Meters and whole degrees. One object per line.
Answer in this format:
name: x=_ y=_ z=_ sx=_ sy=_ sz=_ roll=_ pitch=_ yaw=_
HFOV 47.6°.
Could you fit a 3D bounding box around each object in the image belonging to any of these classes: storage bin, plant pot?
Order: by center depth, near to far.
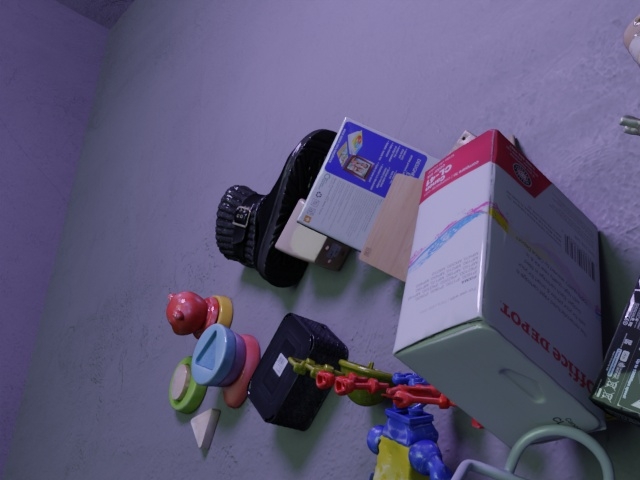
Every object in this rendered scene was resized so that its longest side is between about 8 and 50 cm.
storage bin: x=-0.045 y=0.238 z=1.315 sx=0.180 sy=0.084 sz=0.122 roll=-62 pitch=34 yaw=8
plant pot: x=0.000 y=0.000 z=1.386 sx=0.096 sy=0.109 sz=0.109 roll=35 pitch=100 yaw=42

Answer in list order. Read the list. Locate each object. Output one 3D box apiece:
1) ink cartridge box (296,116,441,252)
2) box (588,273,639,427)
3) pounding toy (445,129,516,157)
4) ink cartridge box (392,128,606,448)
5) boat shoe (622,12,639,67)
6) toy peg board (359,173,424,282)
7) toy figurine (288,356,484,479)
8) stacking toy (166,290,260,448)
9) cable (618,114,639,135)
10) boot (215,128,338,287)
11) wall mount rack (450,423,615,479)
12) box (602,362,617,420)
ink cartridge box: x=0.094 y=-0.080 z=1.271 sx=0.206 sy=0.208 sz=0.045 roll=-65 pitch=-9 yaw=1
box: x=0.437 y=0.065 z=0.697 sx=0.242 sy=0.076 sz=0.307 roll=16 pitch=77 yaw=45
pounding toy: x=0.265 y=-0.104 z=1.070 sx=0.100 sy=0.141 sz=0.130 roll=-55 pitch=50 yaw=16
ink cartridge box: x=0.222 y=0.053 z=0.865 sx=0.131 sy=0.226 sz=0.306 roll=-30 pitch=30 yaw=41
boat shoe: x=0.504 y=-0.332 z=0.884 sx=0.302 sy=0.109 sz=0.098 roll=-48 pitch=39 yaw=35
toy peg board: x=0.164 y=-0.010 z=1.182 sx=0.160 sy=0.079 sz=0.161 roll=26 pitch=92 yaw=58
toy figurine: x=0.083 y=0.293 z=1.015 sx=0.362 sy=0.191 sz=0.217 roll=-3 pitch=82 yaw=64
stacking toy: x=-0.280 y=0.268 z=1.579 sx=0.279 sy=0.130 sz=0.309 roll=-62 pitch=34 yaw=6
cable: x=0.490 y=-0.111 z=0.803 sx=0.287 sy=0.139 sz=0.072 roll=27 pitch=118 yaw=37
boot: x=-0.096 y=-0.090 z=1.538 sx=0.260 sy=0.131 sz=0.348 roll=31 pitch=97 yaw=56
wall mount rack: x=0.257 y=0.385 z=0.741 sx=0.304 sy=0.130 sz=0.350 roll=16 pitch=103 yaw=19
box: x=0.351 y=0.170 z=0.831 sx=0.169 sy=0.059 sz=0.054 roll=-26 pitch=50 yaw=44
